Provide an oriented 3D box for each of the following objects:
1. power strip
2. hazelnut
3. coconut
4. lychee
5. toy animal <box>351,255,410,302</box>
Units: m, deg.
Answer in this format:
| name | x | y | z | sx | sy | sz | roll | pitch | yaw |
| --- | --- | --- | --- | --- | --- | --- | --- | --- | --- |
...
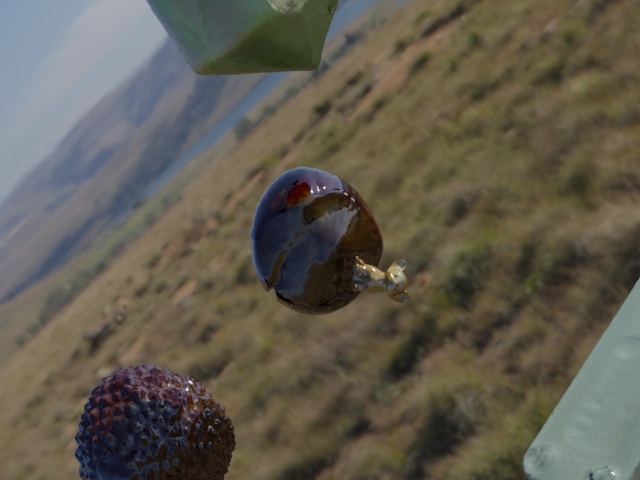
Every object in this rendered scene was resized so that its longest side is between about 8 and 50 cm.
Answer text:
| name | x | y | z | sx | sy | sz | roll | pitch | yaw |
| --- | --- | --- | --- | --- | --- | --- | --- | --- | --- |
| power strip | 0.292 | 0.046 | 0.936 | 0.091 | 0.062 | 0.385 | 13 | 61 | 52 |
| hazelnut | 0.000 | 0.000 | 1.921 | 0.218 | 0.233 | 0.218 | -1 | 14 | 0 |
| coconut | -0.102 | -0.376 | 1.763 | 0.281 | 0.328 | 0.328 | -30 | 17 | 26 |
| lychee | -0.262 | 0.340 | 1.985 | 0.264 | 0.300 | 0.264 | -33 | -14 | -9 |
| toy animal | 0.086 | 0.054 | 1.720 | 0.081 | 0.083 | 0.060 | -139 | 54 | -88 |
